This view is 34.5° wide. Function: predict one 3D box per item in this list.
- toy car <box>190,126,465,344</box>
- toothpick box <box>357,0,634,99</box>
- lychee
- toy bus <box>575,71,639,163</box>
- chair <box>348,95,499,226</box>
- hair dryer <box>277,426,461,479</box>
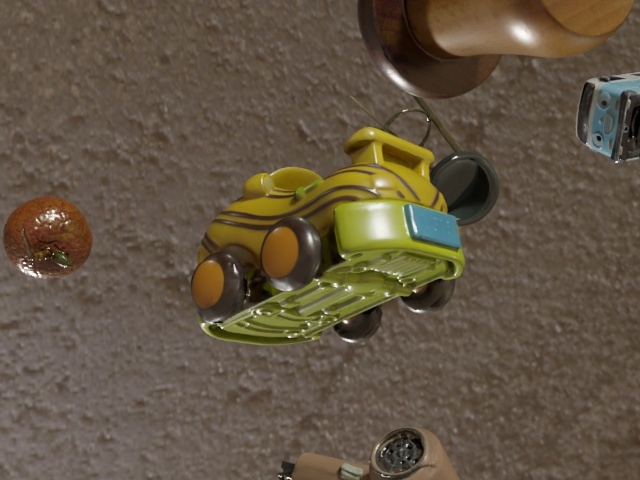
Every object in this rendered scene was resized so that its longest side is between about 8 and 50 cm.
[{"bbox_3d":[0.000,0.000,0.895,0.247,0.142,0.200,-24,154,35],"label":"toy car"},{"bbox_3d":[0.166,-0.246,1.045,0.192,0.294,0.192,-1,92,-28],"label":"toothpick box"},{"bbox_3d":[-0.337,0.000,1.250,0.101,0.140,0.114,-23,123,24],"label":"lychee"},{"bbox_3d":[0.256,-0.102,0.813,0.123,0.075,0.060,-11,116,-31],"label":"toy bus"},{"bbox_3d":[0.123,-0.111,1.295,0.095,0.221,0.104,15,116,-47],"label":"chair"},{"bbox_3d":[0.034,0.201,0.854,0.181,0.064,0.117,1,134,36],"label":"hair dryer"}]
